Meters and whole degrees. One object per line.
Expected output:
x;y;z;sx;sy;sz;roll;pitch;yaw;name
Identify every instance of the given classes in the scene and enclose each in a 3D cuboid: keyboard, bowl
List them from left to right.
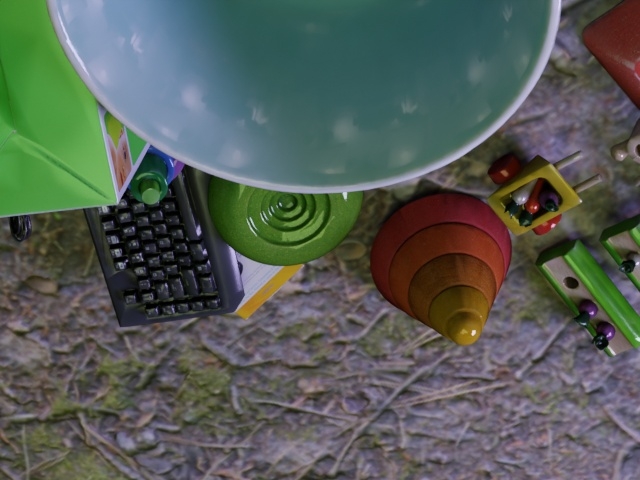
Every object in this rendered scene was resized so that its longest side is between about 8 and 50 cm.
-0.188;-0.067;1.414;0.201;0.033;0.317;-6;117;15;keyboard
-0.007;-0.196;1.090;0.311;0.163;0.312;3;134;3;bowl

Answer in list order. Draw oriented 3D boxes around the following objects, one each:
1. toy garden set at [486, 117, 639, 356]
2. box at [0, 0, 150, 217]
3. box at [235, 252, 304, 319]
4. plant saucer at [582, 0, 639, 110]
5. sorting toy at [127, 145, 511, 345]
0.263;-0.009;1.372;0.244;0.049;0.204;-25;112;40;toy garden set
-0.198;-0.180;1.207;0.126;0.231;0.262;-5;113;10;box
-0.089;0.000;1.472;0.136;0.028;0.081;38;120;-17;box
0.376;-0.128;1.327;0.258;0.048;0.259;-33;115;25;plant saucer
0.000;0.000;1.372;0.365;0.126;0.127;22;115;-20;sorting toy
